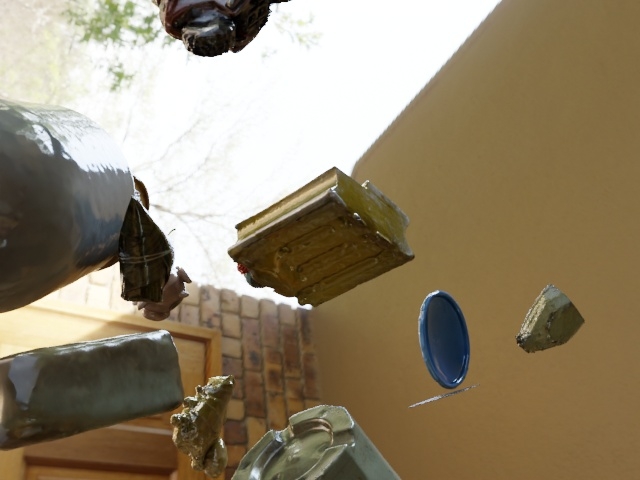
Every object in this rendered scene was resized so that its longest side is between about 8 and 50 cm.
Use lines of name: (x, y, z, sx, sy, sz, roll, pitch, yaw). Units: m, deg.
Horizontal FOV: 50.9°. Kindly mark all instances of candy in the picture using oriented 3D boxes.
candy: (-0.272, 0.172, 0.788, 0.102, 0.234, 0.104, -23, -104, 33)

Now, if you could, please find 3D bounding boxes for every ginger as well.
ginger: (-0.221, 0.335, 1.254, 0.205, 0.115, 0.081, -91, -164, -45)

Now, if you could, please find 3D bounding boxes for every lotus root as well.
lotus root: (0.482, 0.181, 1.408, 0.144, 0.143, 0.070, -53, -133, 8)

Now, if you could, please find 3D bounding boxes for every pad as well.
pad: (0.256, 0.320, 1.388, 0.112, 0.157, 0.003, -25, -106, 27)

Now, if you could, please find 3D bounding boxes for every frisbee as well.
frisbee: (0.298, 0.245, 1.655, 0.045, 0.242, 0.242, -14, -118, 35)

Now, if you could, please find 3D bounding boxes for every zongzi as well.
zongzi: (-0.282, -0.018, 1.097, 0.187, 0.084, 0.184, -102, -168, -65)

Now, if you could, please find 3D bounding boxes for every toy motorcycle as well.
toy motorcycle: (-0.152, -0.440, 1.175, 0.401, 0.207, 0.134, -52, 157, -37)

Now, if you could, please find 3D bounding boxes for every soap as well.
soap: (0.000, 0.000, 1.321, 0.281, 0.259, 0.143, -25, -132, 33)

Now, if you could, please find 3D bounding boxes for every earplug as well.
earplug: (-0.462, -0.051, 0.985, 0.394, 0.312, 0.313, -116, -134, -81)

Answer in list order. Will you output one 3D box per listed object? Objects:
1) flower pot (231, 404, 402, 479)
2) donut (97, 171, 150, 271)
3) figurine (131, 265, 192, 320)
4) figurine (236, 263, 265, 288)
flower pot: (0.019, 0.380, 0.904, 0.290, 0.259, 0.290, -30, -166, 8)
donut: (-0.439, -0.051, 1.274, 0.114, 0.226, 0.227, -113, -134, -68)
figurine: (-0.362, 0.113, 1.521, 0.138, 0.125, 0.125, -39, -157, -19)
figurine: (-0.135, 0.073, 2.134, 0.245, 0.138, 0.110, -17, -138, 7)
